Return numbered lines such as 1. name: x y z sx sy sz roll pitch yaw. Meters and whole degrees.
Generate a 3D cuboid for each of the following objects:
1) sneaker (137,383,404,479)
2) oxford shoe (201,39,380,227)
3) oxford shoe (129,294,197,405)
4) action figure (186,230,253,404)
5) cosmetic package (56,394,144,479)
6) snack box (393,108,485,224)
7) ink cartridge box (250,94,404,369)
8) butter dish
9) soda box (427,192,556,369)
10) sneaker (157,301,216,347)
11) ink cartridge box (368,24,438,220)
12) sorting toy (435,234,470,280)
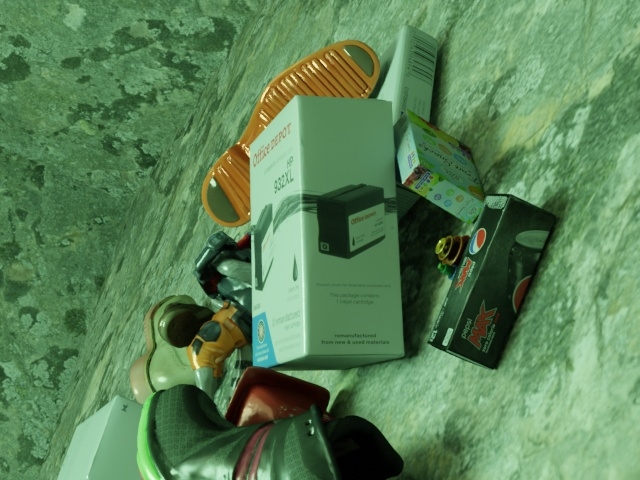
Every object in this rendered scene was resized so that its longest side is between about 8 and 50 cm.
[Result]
1. sneaker: -0.023 0.261 1.114 0.202 0.185 0.482 -52 40 -10
2. oxford shoe: -0.036 -0.170 1.658 0.363 0.130 0.132 -42 -7 26
3. oxford shoe: -0.249 0.199 2.057 0.146 0.140 0.397 -28 22 10
4. action figure: -0.119 0.130 1.757 0.330 0.178 0.341 -61 -13 -6
5. cosmetic package: -0.259 0.356 1.641 0.224 0.224 0.138 -40 30 55
6. snack box: 0.139 -0.089 1.286 0.037 0.100 0.141 -52 21 26
7. ink cartridge box: 0.000 0.000 1.342 0.223 0.129 0.308 149 121 -69
8. butter dish: -0.041 0.254 1.326 0.118 0.159 0.160 23 89 49
9. soda box: 0.171 0.040 1.088 0.169 0.060 0.053 -67 16 -4
10. sneaker: -0.239 0.137 1.805 0.188 0.071 0.066 14 -87 -73
11. ink cartridge box: 0.056 -0.099 1.601 0.330 0.071 0.324 -52 22 46
12. sorting toy: 0.155 0.016 1.194 0.102 0.042 0.061 -11 56 69
